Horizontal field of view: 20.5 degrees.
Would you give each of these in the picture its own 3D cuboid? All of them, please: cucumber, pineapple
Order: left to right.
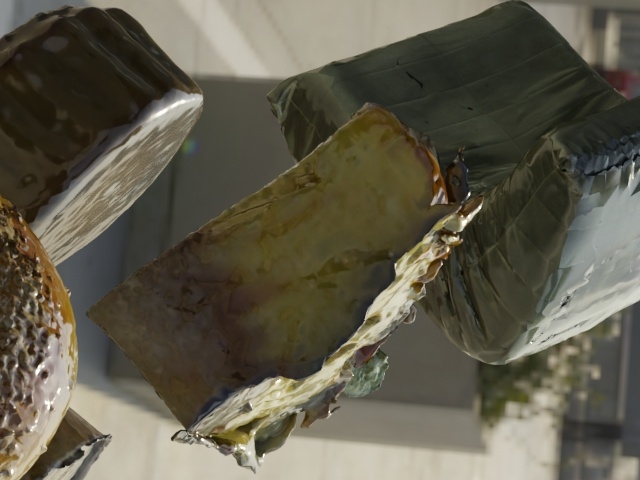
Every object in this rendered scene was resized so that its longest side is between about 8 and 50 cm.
[{"bbox_3d":[-0.027,0.026,0.835,0.186,0.114,0.236,-36,169,-42],"label":"pineapple"},{"bbox_3d":[0.007,0.068,1.713,0.058,0.058,0.187,83,-19,-47],"label":"cucumber"}]

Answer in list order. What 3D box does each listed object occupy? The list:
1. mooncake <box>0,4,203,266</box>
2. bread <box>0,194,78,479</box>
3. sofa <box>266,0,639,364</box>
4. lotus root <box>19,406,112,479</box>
[{"bbox_3d":[-0.255,-0.093,1.666,0.290,0.161,0.290,-42,175,-4],"label":"mooncake"},{"bbox_3d":[-0.301,0.045,1.131,0.159,0.305,0.305,115,-9,-48],"label":"bread"},{"bbox_3d":[0.120,-0.071,1.008,0.210,0.225,0.176,-21,144,-31],"label":"sofa"},{"bbox_3d":[-0.303,0.186,1.311,0.272,0.192,0.272,-51,-178,3],"label":"lotus root"}]
